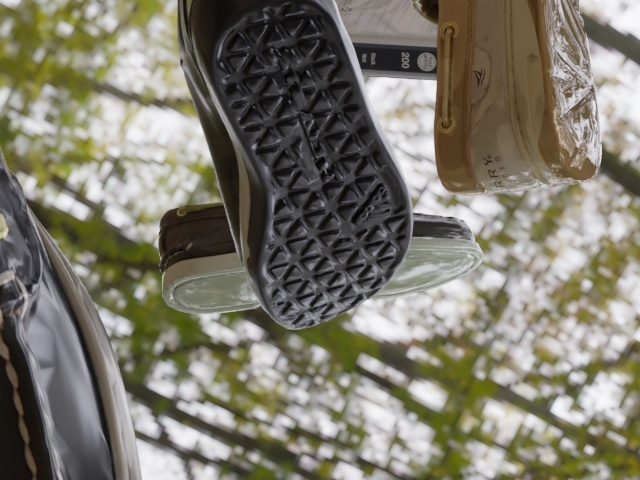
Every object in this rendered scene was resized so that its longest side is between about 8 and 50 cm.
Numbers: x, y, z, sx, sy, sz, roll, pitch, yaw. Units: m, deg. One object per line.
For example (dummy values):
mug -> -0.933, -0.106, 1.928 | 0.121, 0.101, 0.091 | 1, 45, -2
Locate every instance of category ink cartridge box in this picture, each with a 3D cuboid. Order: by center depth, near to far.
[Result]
ink cartridge box -> 0.115, -0.190, 1.653 | 0.206, 0.208, 0.045 | -60, 151, -62

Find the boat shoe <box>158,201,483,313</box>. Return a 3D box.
boat shoe -> 0.000, 0.000, 1.338 | 0.081, 0.227, 0.069 | 100, -16, -58

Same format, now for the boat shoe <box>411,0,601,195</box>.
boat shoe -> 0.059, -0.091, 0.672 | 0.059, 0.063, 0.170 | -16, -126, 25

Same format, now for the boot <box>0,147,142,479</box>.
boot -> -0.168, -0.032, 0.484 | 0.138, 0.284, 0.377 | -18, -102, 6

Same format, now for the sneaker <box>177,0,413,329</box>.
sneaker -> -0.016, -0.062, 0.883 | 0.084, 0.235, 0.097 | -20, -134, -10
